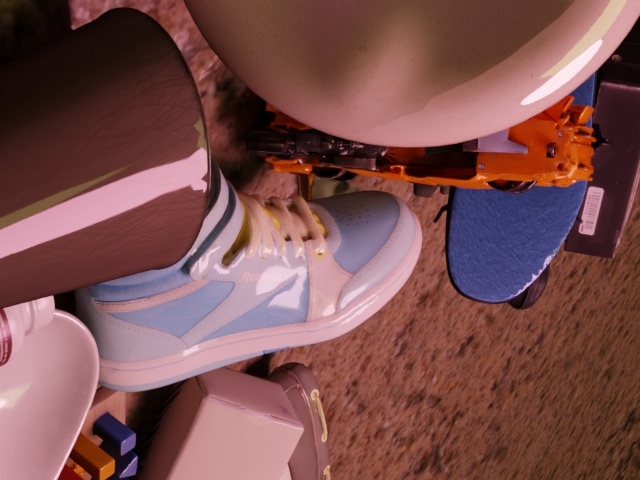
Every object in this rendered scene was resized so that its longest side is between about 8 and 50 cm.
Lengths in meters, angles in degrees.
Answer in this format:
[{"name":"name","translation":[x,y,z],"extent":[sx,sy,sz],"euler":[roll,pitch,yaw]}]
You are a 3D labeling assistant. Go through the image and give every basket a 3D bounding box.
[{"name":"basket","translation":[-0.209,-0.033,1.087],"extent":[0.227,0.154,0.204],"euler":[-25,135,-40]}]

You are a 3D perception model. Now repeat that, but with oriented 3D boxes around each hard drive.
[{"name":"hard drive","translation":[0.315,-0.179,1.702],"extent":[0.339,0.064,0.237],"euler":[-76,173,-45]}]

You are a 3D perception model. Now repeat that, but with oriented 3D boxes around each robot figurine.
[{"name":"robot figurine","translation":[0.082,-0.089,1.386],"extent":[0.211,0.291,0.085],"euler":[3,92,-73]}]

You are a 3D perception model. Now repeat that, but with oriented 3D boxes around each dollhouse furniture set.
[{"name":"dollhouse furniture set","translation":[0.000,0.000,1.542],"extent":[0.058,0.076,0.152],"euler":[-42,151,-28]}]

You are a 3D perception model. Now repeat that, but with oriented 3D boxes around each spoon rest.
[{"name":"spoon rest","translation":[-0.253,0.176,1.282],"extent":[0.137,0.084,0.276],"euler":[-2,119,-39]}]

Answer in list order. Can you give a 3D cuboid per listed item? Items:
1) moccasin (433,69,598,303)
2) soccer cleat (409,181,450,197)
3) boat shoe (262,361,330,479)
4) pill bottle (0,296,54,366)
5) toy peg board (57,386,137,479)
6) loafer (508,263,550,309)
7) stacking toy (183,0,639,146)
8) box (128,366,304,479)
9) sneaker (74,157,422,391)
[{"name":"moccasin","translation":[0.202,-0.100,1.533],"extent":[0.117,0.137,0.342],"euler":[136,-26,-82]},{"name":"soccer cleat","translation":[0.172,-0.125,1.672],"extent":[0.289,0.093,0.121],"euler":[-18,132,-50]},{"name":"boat shoe","translation":[-0.033,0.248,1.722],"extent":[0.091,0.109,0.305],"euler":[-37,144,-25]},{"name":"pill bottle","translation":[-0.269,0.064,1.150],"extent":[0.152,0.086,0.086],"euler":[-29,142,-38]},{"name":"toy peg board","translation":[-0.217,0.239,1.442],"extent":[0.160,0.079,0.161],"euler":[-34,146,-37]},{"name":"loafer","translation":[0.229,0.005,1.935],"extent":[0.078,0.076,0.223],"euler":[-36,142,-26]},{"name":"stacking toy","translation":[0.090,-0.231,1.286],"extent":[0.351,0.350,0.480],"euler":[-58,172,2]},{"name":"box","translation":[-0.128,0.259,1.548],"extent":[0.113,0.094,0.275],"euler":[21,105,-23]},{"name":"sneaker","translation":[-0.057,-0.009,1.312],"extent":[0.319,0.127,0.208],"euler":[-22,139,-18]}]
